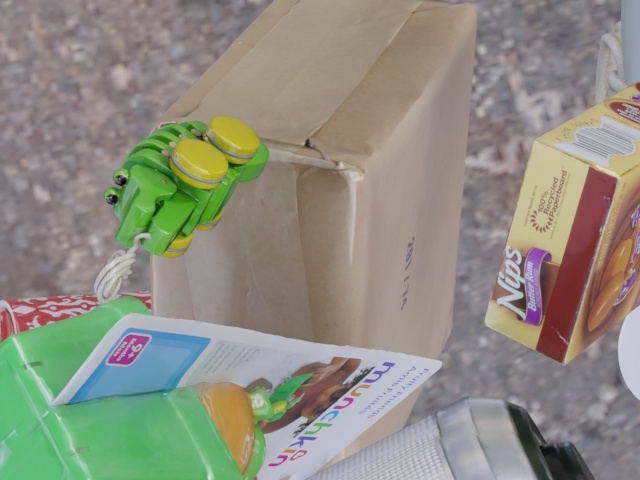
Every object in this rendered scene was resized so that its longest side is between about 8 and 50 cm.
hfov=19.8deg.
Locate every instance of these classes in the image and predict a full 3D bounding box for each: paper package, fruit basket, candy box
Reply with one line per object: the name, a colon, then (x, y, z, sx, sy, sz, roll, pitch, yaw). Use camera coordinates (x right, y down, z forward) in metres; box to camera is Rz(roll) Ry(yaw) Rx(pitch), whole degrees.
paper package: (0.000, 0.000, 1.428, 0.168, 0.309, 0.325, 12, 124, 16)
fruit basket: (-0.113, 0.175, 1.183, 0.327, 0.353, 0.165, -43, 57, 20)
candy box: (0.162, -0.022, 0.955, 0.053, 0.186, 0.109, 26, 122, 24)

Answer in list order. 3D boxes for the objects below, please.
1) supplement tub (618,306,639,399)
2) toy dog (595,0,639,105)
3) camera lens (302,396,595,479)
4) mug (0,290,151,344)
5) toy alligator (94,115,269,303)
supplement tub: (0.380, 0.113, 1.701, 0.144, 0.199, 0.144, -14, 69, 38)
toy dog: (0.274, -0.131, 1.193, 0.161, 0.220, 0.334, 0, 142, 3)
camera lens: (0.025, 0.216, 0.838, 0.274, 0.219, 0.219, -28, 83, 5)
mug: (-0.201, 0.115, 1.619, 0.113, 0.169, 0.150, 20, 107, 62)
toy alligator: (-0.081, -0.024, 0.907, 0.051, 0.189, 0.056, 34, 120, 7)
